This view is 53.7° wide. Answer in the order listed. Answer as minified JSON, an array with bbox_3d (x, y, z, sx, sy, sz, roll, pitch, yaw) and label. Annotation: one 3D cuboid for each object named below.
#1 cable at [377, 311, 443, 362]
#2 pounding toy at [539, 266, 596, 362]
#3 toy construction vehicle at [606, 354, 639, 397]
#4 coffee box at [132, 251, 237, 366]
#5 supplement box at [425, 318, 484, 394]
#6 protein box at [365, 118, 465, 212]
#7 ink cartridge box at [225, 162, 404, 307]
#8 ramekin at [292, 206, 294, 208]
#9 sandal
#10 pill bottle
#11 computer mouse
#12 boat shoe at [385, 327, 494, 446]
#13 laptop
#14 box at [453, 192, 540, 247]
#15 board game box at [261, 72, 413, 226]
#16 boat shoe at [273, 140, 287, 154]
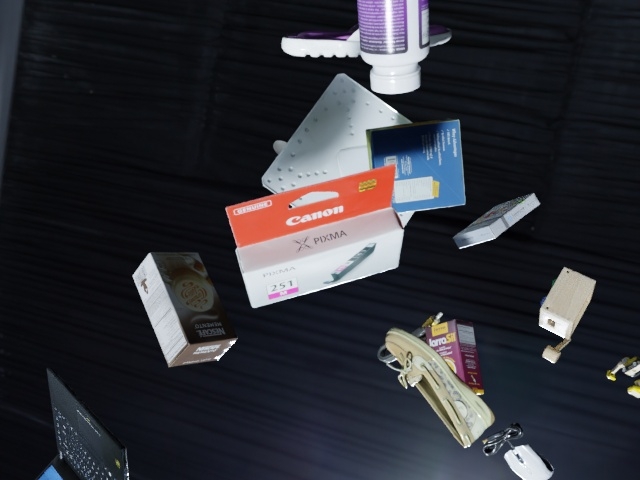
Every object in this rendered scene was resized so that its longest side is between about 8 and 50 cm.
[{"bbox_3d":[0.281,0.332,1.925,0.287,0.072,0.139,-46,-148,45],"label":"cable"},{"bbox_3d":[0.594,0.199,1.591,0.206,0.094,0.181,-55,152,-14],"label":"pounding toy"},{"bbox_3d":[0.578,0.238,1.130,0.098,0.086,0.035,-57,-171,47],"label":"toy construction vehicle"},{"bbox_3d":[-0.310,0.151,1.441,0.141,0.246,0.098,0,142,-48],"label":"coffee box"},{"bbox_3d":[0.344,0.309,1.632,0.081,0.104,0.188,15,61,-39],"label":"supplement box"},{"bbox_3d":[0.222,-0.177,1.498,0.136,0.201,0.199,-100,-177,-79],"label":"protein box"},{"bbox_3d":[0.000,0.000,1.030,0.238,0.275,0.060,87,-14,-60],"label":"ink cartridge box"},{"bbox_3d":[0.058,-0.137,2.067,0.277,0.135,0.277,-18,125,-28],"label":"ramekin"},{"bbox_3d":[0.116,-0.497,1.487,0.169,0.417,0.102,-119,-157,-61],"label":"sandal"},{"bbox_3d":[0.111,-0.329,0.962,0.108,0.108,0.193,-54,144,-53],"label":"pill bottle"},{"bbox_3d":[0.446,0.480,1.385,0.106,0.193,0.042,-40,-161,23],"label":"computer mouse"},{"bbox_3d":[0.234,0.302,1.333,0.089,0.285,0.104,-41,160,-18],"label":"boat shoe"},{"bbox_3d":[-0.384,0.363,0.900,0.137,0.234,0.264,-19,123,-41],"label":"laptop"},{"bbox_3d":[0.453,-0.051,1.628,0.186,0.038,0.145,-31,-176,-27],"label":"box"},{"bbox_3d":[0.101,-0.198,1.743,0.389,0.390,0.050,-55,-176,-11],"label":"board game box"},{"bbox_3d":[-0.082,-0.260,1.886,0.038,0.125,0.046,-69,-176,-74],"label":"boat shoe"}]
